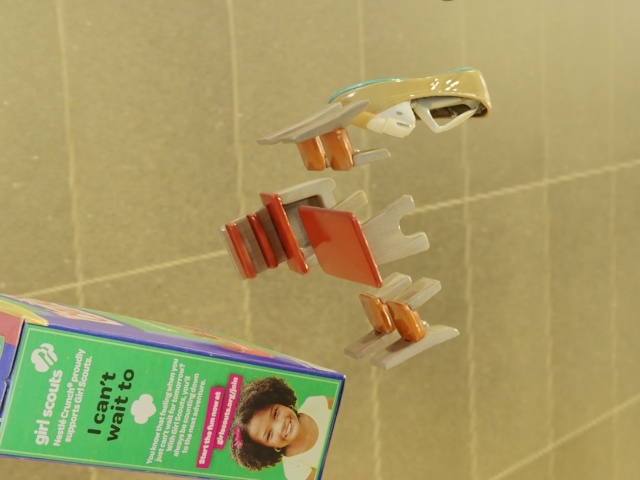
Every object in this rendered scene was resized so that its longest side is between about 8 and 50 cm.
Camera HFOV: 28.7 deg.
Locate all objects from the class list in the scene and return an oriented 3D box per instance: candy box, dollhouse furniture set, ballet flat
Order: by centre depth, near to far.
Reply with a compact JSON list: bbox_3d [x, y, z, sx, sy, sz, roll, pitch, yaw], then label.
[{"bbox_3d":[-0.186,0.129,1.134,0.317,0.268,0.122,12,89,-35],"label":"candy box"},{"bbox_3d":[0.000,0.000,1.334,0.135,0.259,0.262,-26,102,-18],"label":"dollhouse furniture set"},{"bbox_3d":[0.119,-0.167,1.559,0.232,0.080,0.073,-14,70,-27],"label":"ballet flat"}]
